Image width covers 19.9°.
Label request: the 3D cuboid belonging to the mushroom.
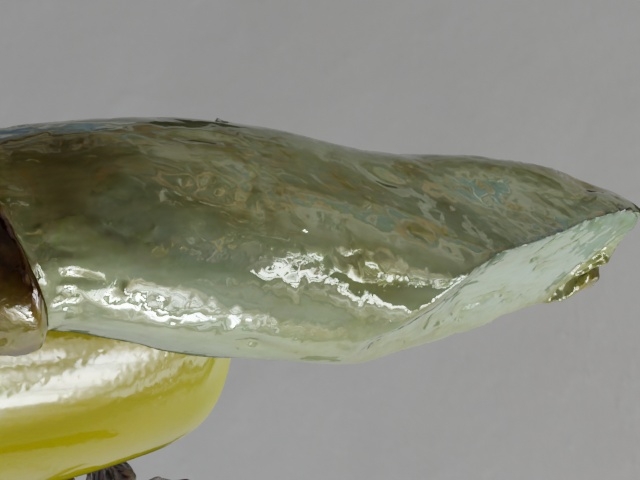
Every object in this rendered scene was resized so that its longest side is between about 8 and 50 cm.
[{"bbox_3d":[0.001,0.002,0.731,0.087,0.333,0.107,-62,-142,33],"label":"mushroom"}]

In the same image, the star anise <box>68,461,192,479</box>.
[{"bbox_3d":[-0.135,0.236,1.274,0.209,0.089,0.231,11,-139,-7],"label":"star anise"}]

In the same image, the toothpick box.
[{"bbox_3d":[-0.180,0.051,0.951,0.175,0.271,0.175,4,-85,46],"label":"toothpick box"}]
